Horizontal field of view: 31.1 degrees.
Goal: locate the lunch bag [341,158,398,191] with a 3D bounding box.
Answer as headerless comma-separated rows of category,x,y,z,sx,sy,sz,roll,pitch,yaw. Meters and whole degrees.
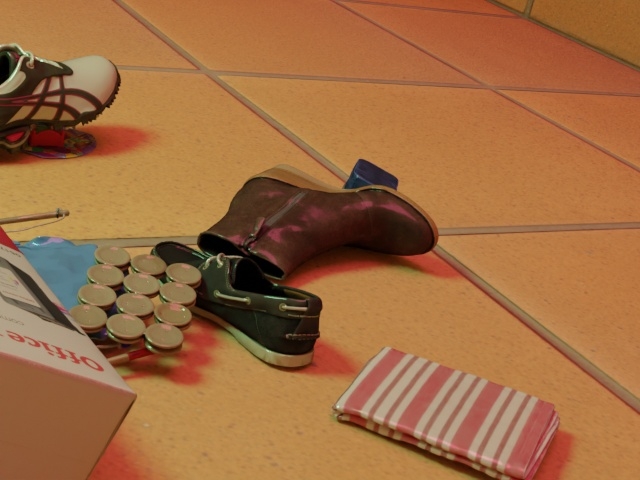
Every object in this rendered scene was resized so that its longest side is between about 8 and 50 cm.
lunch bag,0.061,-0.059,1.543,0.067,0.065,0.098,29,22,-2

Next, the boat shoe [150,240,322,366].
boat shoe,-0.090,0.046,1.197,0.233,0.079,0.084,28,28,35

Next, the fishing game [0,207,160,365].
fishing game,-0.273,0.055,1.124,0.189,0.041,0.264,-14,41,-36

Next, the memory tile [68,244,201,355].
memory tile,-0.177,0.056,1.116,0.113,0.012,0.148,13,30,-4

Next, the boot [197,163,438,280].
boot,0.000,0.000,1.384,0.248,0.090,0.207,20,36,14

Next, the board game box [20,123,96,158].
board game box,-0.389,-0.158,1.568,0.169,0.033,0.133,17,23,9

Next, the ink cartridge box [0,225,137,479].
ink cartridge box,-0.312,0.065,0.873,0.226,0.131,0.306,26,7,-44

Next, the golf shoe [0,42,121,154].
golf shoe,-0.367,-0.202,1.501,0.105,0.120,0.273,25,39,28

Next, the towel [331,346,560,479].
towel,0.121,0.167,1.097,0.197,0.029,0.144,18,23,18
